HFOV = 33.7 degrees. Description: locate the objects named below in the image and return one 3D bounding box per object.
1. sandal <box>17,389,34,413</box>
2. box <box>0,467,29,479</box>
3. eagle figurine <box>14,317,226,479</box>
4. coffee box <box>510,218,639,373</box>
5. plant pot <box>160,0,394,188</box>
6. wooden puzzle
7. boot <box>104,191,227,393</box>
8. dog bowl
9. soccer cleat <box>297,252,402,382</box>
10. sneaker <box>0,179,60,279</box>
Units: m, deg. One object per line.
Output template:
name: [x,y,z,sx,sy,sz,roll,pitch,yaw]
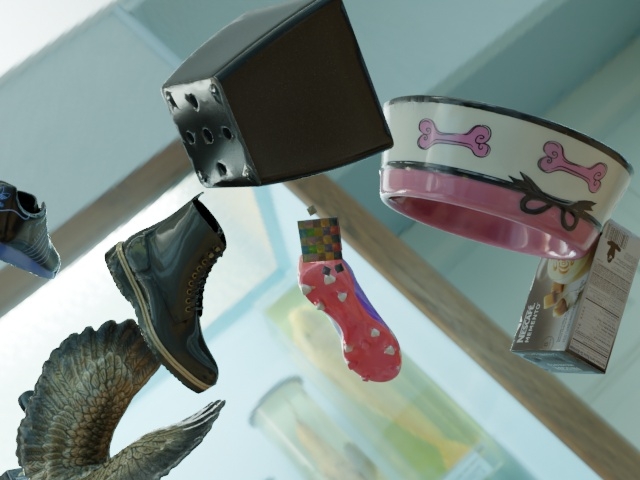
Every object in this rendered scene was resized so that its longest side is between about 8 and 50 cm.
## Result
sandal: [-0.469,0.315,1.930,0.179,0.067,0.040,33,-62,-29]
box: [-0.496,0.455,1.712,0.270,0.060,0.216,-41,-22,20]
eagle figurine: [-0.265,0.271,1.287,0.225,0.226,0.298,-82,13,-67]
coffee box: [0.433,0.094,1.785,0.098,0.141,0.246,29,-108,-23]
plant pot: [-0.062,-0.151,1.178,0.167,0.187,0.188,-32,-70,-32]
wooden puzzle: [0.000,0.000,1.211,0.006,0.049,0.083,-24,-72,-68]
boot: [-0.140,0.058,1.184,0.137,0.198,0.077,-35,-3,14]
dog bowl: [0.273,-0.088,1.672,0.408,0.408,0.150,26,-101,-61]
soccer cleat: [0.044,0.097,1.444,0.083,0.095,0.248,-22,-53,19]
sneaker: [-0.375,-0.011,1.348,0.232,0.081,0.090,71,-137,-80]
